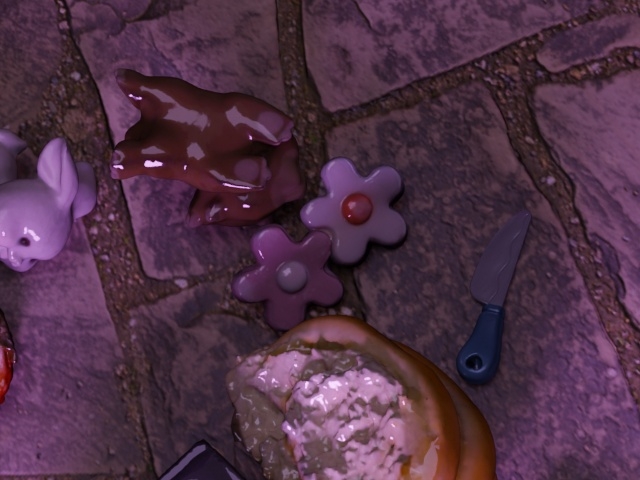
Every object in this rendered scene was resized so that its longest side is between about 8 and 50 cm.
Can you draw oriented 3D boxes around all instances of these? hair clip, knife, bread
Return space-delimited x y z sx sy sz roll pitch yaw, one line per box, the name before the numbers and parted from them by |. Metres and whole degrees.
hair clip | 0.003 0.001 2.023 0.257 0.075 0.146 -45 111 -18
knife | 0.211 0.064 2.002 0.058 0.032 0.244 5 62 20
bread | 0.077 0.220 1.815 0.211 0.270 0.315 -52 45 13

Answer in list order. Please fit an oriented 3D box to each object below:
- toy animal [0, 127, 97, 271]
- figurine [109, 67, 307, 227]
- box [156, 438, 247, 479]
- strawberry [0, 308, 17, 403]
toy animal | -0.399 -0.060 2.098 0.193 0.127 0.178 17 68 18
figurine | -0.140 -0.102 2.050 0.247 0.173 0.177 3 70 -6
box | -0.159 0.432 1.769 0.345 0.251 0.204 -42 66 -12
strawberry | -0.499 0.154 2.014 0.237 0.111 0.190 -25 91 -18
